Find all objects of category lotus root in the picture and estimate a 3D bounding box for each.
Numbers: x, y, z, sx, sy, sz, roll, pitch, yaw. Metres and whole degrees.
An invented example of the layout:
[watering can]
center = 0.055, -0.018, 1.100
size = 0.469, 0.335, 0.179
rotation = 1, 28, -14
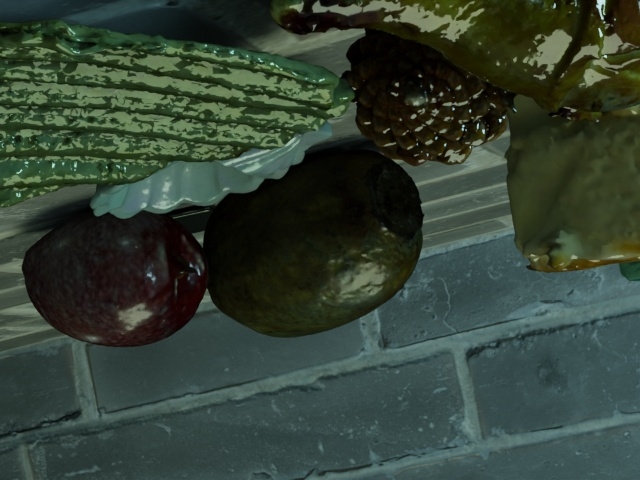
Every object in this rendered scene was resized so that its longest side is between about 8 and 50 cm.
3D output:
[lotus root]
center = 0.000, 0.000, 1.895
size = 0.250, 0.250, 0.346
rotation = -6, 165, -40

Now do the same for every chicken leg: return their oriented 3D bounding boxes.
[chicken leg]
center = 0.158, -0.192, 1.024
size = 0.361, 0.140, 0.211
rotation = 13, 127, -33

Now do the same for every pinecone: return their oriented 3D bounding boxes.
[pinecone]
center = 0.104, -0.144, 1.210
size = 0.173, 0.173, 0.173
rotation = -12, 173, -2

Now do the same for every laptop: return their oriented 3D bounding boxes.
[laptop]
center = -0.216, -0.028, 2.119
size = 0.129, 0.016, 0.180
rotation = -13, 173, 5

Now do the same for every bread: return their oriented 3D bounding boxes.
[bread]
center = 0.396, -0.131, 1.311
size = 0.390, 0.279, 0.371
rotation = -17, 173, 35

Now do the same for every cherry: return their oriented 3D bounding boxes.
[cherry]
center = -0.290, 0.050, 1.895
size = 0.300, 0.203, 0.230
rotation = 0, 180, 23

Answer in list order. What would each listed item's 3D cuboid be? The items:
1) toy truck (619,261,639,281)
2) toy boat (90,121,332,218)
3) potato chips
[toy truck]
center = 0.408, -0.091, 1.636
size = 0.156, 0.279, 0.155
rotation = 1, 169, -23
[toy boat]
center = -0.124, -0.098, 1.412
size = 0.290, 0.100, 0.199
rotation = -17, 172, 40
[potato chips]
center = -0.195, -0.105, 1.143
size = 0.429, 0.070, 0.358
rotation = 0, 165, -19
